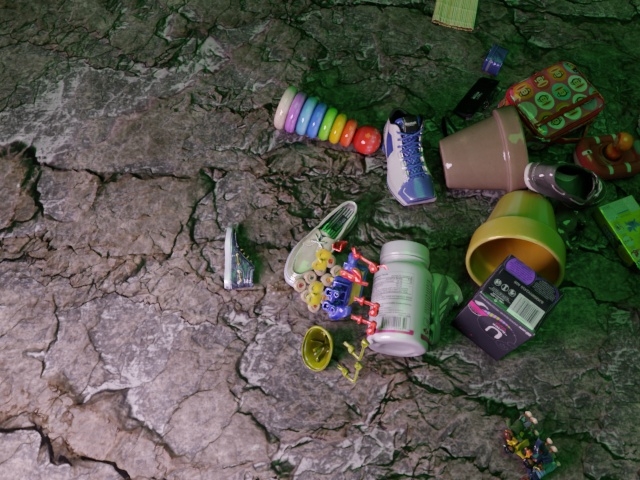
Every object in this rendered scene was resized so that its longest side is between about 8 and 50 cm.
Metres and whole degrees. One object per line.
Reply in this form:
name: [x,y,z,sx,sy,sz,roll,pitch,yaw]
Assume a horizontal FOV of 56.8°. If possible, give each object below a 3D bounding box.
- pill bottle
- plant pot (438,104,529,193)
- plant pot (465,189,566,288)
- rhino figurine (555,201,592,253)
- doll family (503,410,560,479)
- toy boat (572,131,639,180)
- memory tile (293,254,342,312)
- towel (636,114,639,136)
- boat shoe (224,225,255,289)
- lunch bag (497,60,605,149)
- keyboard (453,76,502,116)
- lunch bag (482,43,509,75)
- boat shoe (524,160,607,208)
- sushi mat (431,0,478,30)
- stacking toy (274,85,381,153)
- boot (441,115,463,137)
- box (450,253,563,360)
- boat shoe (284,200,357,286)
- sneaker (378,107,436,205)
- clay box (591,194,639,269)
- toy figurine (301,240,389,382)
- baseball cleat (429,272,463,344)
pill bottle: [0.216,0.154,1.584,0.160,0.160,0.283,9,65,0]
plant pot: [0.477,-0.254,1.763,0.229,0.263,0.263,-10,65,10]
plant pot: [0.553,-0.003,1.649,0.254,0.254,0.239,22,50,6]
rhino figurine: [0.754,-0.072,1.774,0.106,0.073,0.243,34,65,7]
doll family: [0.519,0.530,1.479,0.111,0.076,0.193,-30,73,-21]
toy boat: [0.912,-0.280,1.837,0.231,0.151,0.151,-10,66,-8]
memory tile: [0.005,0.119,1.633,0.148,0.012,0.113,-38,109,-18]
towel: [1.245,-0.294,1.901,0.320,0.090,0.374,-18,68,-11]
boat shoe: [-0.226,0.049,1.660,0.083,0.065,0.183,0,71,-7]
lunch bag: [0.755,-0.421,1.917,0.293,0.120,0.258,-28,74,-14]
keyboard: [0.531,-0.467,1.971,0.100,0.038,0.192,26,65,34]
lunch bag: [0.594,-0.621,2.019,0.065,0.067,0.098,27,65,8]
boat shoe: [0.717,-0.153,1.663,0.335,0.095,0.112,9,89,-30]
sushi mat: [0.505,-0.898,2.170,0.151,0.019,0.316,14,65,2]
stacking toy: [0.029,-0.353,1.835,0.330,0.141,0.141,23,66,0]
boot: [0.448,-0.349,1.896,0.099,0.045,0.121,-10,73,-6]
box: [0.471,0.181,1.527,0.165,0.270,0.143,40,69,14]
boat shoe: [0.000,0.000,1.676,0.109,0.094,0.302,33,67,11]
sneaker: [0.255,-0.271,1.772,0.127,0.182,0.315,-12,66,-8]
clay box: [0.931,-0.017,1.770,0.127,0.053,0.222,-19,69,-12]
toy figurine: [0.086,0.161,1.568,0.191,0.362,0.217,16,20,18]
baseball cleat: [0.341,0.188,1.626,0.109,0.072,0.206,8,68,-7]
